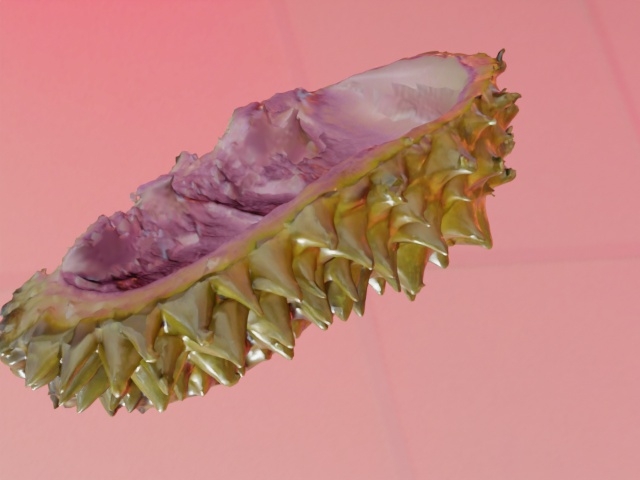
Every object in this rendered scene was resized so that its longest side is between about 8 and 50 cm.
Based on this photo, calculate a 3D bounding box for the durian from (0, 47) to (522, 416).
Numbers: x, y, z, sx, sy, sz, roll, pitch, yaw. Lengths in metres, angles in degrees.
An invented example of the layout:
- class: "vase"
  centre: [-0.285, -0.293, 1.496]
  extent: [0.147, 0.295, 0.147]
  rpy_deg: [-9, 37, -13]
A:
- class: "durian"
  centre: [-0.001, 0.000, 0.715]
  extent: [0.341, 0.191, 0.112]
  rpy_deg: [-41, -58, -48]
